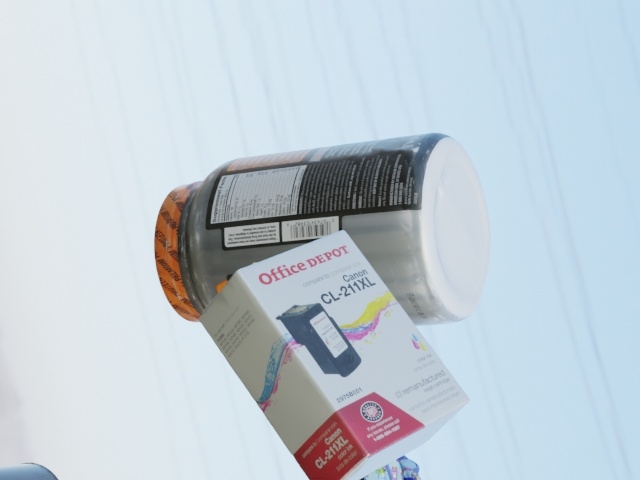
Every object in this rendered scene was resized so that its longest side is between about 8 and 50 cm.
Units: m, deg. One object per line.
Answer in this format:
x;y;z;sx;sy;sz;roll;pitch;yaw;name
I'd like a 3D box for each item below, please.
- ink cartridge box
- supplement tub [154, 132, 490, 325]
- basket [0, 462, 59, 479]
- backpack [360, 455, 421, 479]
0.010;0.091;1.164;0.175;0.127;0.072;54;-45;15;ink cartridge box
0.000;0.000;1.553;0.193;0.316;0.193;20;67;-61;supplement tub
-0.430;0.358;1.839;0.227;0.154;0.204;32;53;-60;basket
0.052;0.294;1.922;0.158;0.117;0.173;17;-57;60;backpack
